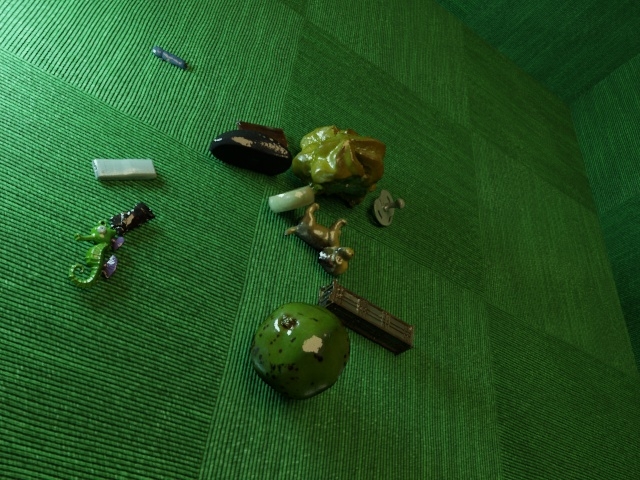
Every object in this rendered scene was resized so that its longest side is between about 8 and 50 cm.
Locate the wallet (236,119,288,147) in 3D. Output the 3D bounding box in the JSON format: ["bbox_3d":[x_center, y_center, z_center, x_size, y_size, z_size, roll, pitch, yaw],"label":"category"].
[{"bbox_3d":[-0.195,-0.354,1.879,0.176,0.026,0.095,3,55,-38],"label":"wallet"}]

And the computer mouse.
[{"bbox_3d":[-0.215,-0.286,1.736,0.269,0.137,0.086,14,64,-30],"label":"computer mouse"}]

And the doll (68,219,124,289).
[{"bbox_3d":[-0.539,0.032,1.329,0.115,0.050,0.190,24,51,-29],"label":"doll"}]

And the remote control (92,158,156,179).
[{"bbox_3d":[-0.528,-0.195,1.503,0.162,0.029,0.061,-7,65,-41],"label":"remote control"}]

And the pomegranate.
[{"bbox_3d":[-0.045,0.291,1.427,0.271,0.254,0.254,66,34,-33],"label":"pomegranate"}]

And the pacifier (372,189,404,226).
[{"bbox_3d":[0.254,-0.117,2.018,0.150,0.116,0.127,-47,121,-50],"label":"pacifier"}]

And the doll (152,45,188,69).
[{"bbox_3d":[-0.486,-0.592,1.806,0.125,0.027,0.037,23,50,-29],"label":"doll"}]

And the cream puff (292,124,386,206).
[{"bbox_3d":[0.075,-0.281,1.877,0.323,0.270,0.274,3,56,-39],"label":"cream puff"}]

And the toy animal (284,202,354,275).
[{"bbox_3d":[0.013,-0.004,1.752,0.233,0.121,0.169,38,56,-8],"label":"toy animal"}]

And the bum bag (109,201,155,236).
[{"bbox_3d":[-0.488,-0.056,1.438,0.124,0.034,0.058,-36,96,-46],"label":"bum bag"}]

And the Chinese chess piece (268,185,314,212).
[{"bbox_3d":[-0.089,-0.126,1.726,0.144,0.144,0.059,-24,102,-45],"label":"Chinese chess piece"}]

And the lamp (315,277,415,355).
[{"bbox_3d":[0.141,0.238,1.705,0.325,0.089,0.090,31,47,-20],"label":"lamp"}]
